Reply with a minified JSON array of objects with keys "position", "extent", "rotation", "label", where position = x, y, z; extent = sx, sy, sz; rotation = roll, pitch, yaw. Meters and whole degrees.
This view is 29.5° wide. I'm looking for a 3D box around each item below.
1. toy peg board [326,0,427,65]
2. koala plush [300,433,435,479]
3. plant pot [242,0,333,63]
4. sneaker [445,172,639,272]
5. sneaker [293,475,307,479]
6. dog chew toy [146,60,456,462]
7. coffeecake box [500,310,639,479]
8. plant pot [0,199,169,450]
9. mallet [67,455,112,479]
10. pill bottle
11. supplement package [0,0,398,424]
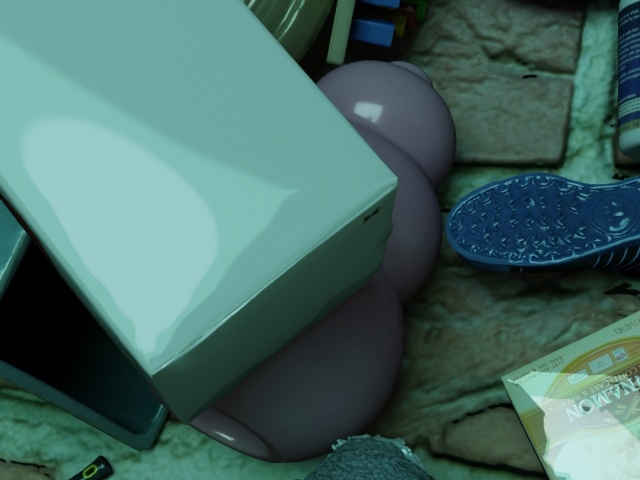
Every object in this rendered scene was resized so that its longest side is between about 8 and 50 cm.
[{"position":[0.062,-0.240,1.018],"extent":[0.079,0.161,0.160],"rotation":[10,26,-1],"label":"toy peg board"},{"position":[0.068,0.217,0.776],"extent":[0.221,0.196,0.203],"rotation":[43,110,14],"label":"koala plush"},{"position":[-0.104,-0.229,1.066],"extent":[0.237,0.110,0.237],"rotation":[-22,54,34],"label":"plant pot"},{"position":[0.216,-0.006,0.927],"extent":[0.232,0.090,0.081],"rotation":[-7,63,14],"label":"sneaker"},{"position":[-0.032,0.258,0.904],"extent":[0.225,0.093,0.088],"rotation":[-34,41,-15],"label":"sneaker"},{"position":[0.000,0.000,0.940],"extent":[0.206,0.206,0.332],"rotation":[20,67,24],"label":"dog chew toy"},{"position":[0.234,0.155,0.866],"extent":[0.142,0.068,0.185],"rotation":[-26,63,4],"label":"coffeecake box"},{"position":[-0.244,-0.008,0.998],"extent":[0.252,0.247,0.248],"rotation":[15,73,31],"label":"plant pot"},{"position":[-0.260,0.234,1.008],"extent":[0.189,0.039,0.062],"rotation":[-41,60,-8],"label":"mallet"},{"position":[0.280,-0.151,0.948],"extent":[0.094,0.094,0.169],"rotation":[-1,81,17],"label":"pill bottle"},{"position":[-0.113,-0.062,0.748],"extent":[0.175,0.177,0.293],"rotation":[-38,76,-11],"label":"supplement package"}]
